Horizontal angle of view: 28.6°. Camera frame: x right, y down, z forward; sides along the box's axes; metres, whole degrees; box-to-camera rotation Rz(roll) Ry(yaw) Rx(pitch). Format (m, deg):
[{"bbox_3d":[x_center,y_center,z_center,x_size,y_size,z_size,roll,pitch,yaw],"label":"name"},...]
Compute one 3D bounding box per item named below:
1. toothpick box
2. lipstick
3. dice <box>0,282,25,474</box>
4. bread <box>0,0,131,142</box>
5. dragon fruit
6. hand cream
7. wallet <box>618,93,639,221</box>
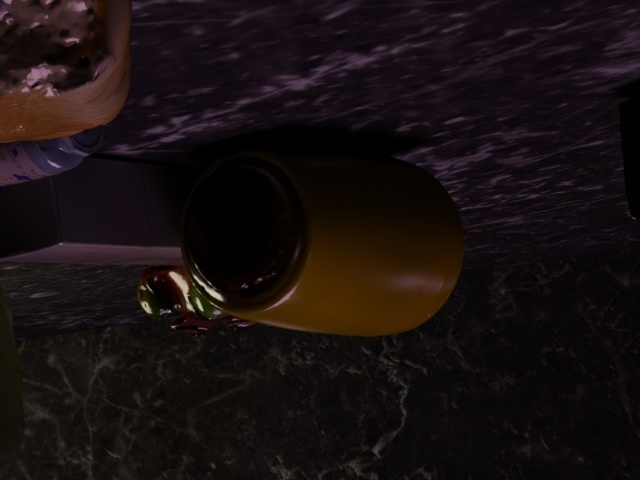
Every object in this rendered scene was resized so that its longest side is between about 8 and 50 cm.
[{"bbox_3d":[0.000,0.000,1.133,0.175,0.175,0.271,-13,170,31],"label":"toothpick box"},{"bbox_3d":[-0.150,-0.021,1.121,0.076,0.080,0.371,-12,174,25],"label":"lipstick"},{"bbox_3d":[-0.407,0.106,1.081,0.254,0.250,0.252,-10,174,2],"label":"dice"},{"bbox_3d":[-0.140,-0.086,0.528,0.119,0.084,0.177,-7,174,-9],"label":"bread"},{"bbox_3d":[-0.073,0.030,1.456,0.268,0.130,0.295,-11,174,14],"label":"dragon fruit"},{"bbox_3d":[-0.213,-0.060,0.860,0.170,0.043,0.065,-9,170,41],"label":"hand cream"},{"bbox_3d":[0.381,-0.087,1.067,0.245,0.169,0.052,-10,135,19],"label":"wallet"}]
